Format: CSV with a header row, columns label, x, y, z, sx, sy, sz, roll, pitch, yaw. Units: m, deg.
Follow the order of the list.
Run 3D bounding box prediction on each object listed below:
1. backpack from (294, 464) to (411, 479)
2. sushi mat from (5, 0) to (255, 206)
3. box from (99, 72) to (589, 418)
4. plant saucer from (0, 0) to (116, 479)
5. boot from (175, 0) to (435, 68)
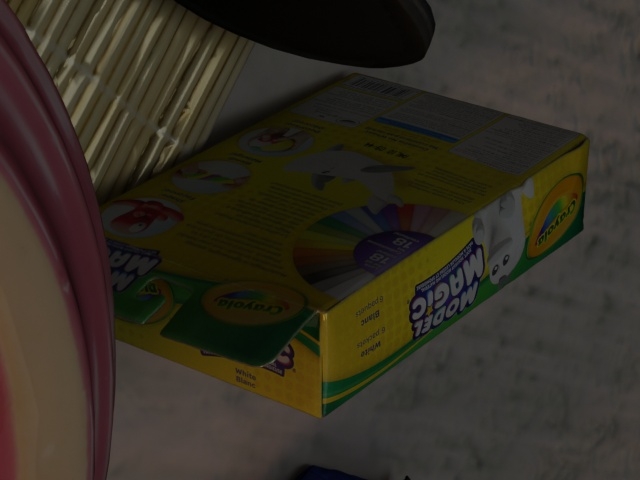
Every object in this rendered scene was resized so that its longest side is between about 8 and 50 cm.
label,x,y,z,sx,sy,sz,roll,pitch,yaw
backpack,0.027,0.145,0.718,0.101,0.120,0.098,12,94,-46
sushi mat,-0.115,-0.001,0.609,0.151,0.019,0.316,35,76,-45
box,0.000,0.000,0.641,0.179,0.105,0.043,-29,128,-46
plant saucer,-0.174,0.059,0.413,0.332,0.084,0.332,-15,114,-36
boot,-0.007,-0.207,0.595,0.263,0.091,0.229,49,56,-38
